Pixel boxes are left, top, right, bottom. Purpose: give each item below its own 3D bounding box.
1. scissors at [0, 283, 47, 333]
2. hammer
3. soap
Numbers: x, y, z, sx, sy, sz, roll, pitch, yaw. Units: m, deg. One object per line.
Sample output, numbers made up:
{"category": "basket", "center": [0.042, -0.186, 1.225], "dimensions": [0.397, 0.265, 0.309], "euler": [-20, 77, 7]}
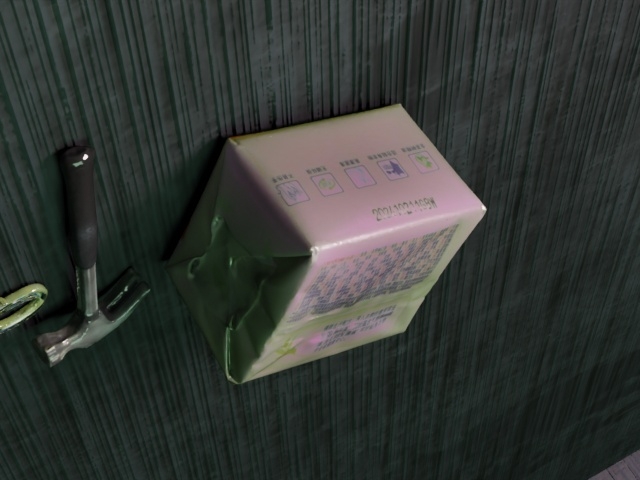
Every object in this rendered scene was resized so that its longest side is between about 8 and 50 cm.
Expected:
{"category": "scissors", "center": [-0.308, 0.082, 1.273], "dimensions": [0.187, 0.020, 0.133], "euler": [-36, 159, 2]}
{"category": "hammer", "center": [-0.181, 0.005, 1.274], "dimensions": [0.103, 0.029, 0.246], "euler": [-31, 152, -26]}
{"category": "soap", "center": [0.000, 0.000, 1.357], "dimensions": [0.199, 0.138, 0.182], "euler": [-14, 150, -37]}
